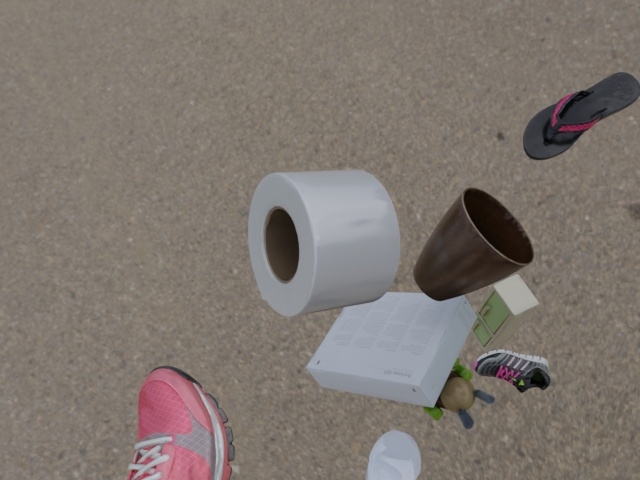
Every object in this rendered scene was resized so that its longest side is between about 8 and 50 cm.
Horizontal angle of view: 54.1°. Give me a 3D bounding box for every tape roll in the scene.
[{"bbox_3d":[0.000,0.000,1.090,0.169,0.246,0.246,-7,45,-31],"label":"tape roll"}]

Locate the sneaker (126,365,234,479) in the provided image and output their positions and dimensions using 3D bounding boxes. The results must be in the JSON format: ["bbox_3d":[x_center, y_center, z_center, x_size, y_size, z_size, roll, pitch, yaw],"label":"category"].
[{"bbox_3d":[-0.172,0.289,0.684,0.116,0.136,0.314,-25,66,30],"label":"sneaker"}]

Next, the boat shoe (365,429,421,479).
[{"bbox_3d":[0.130,0.525,1.255,0.108,0.102,0.301,16,40,3],"label":"boat shoe"}]

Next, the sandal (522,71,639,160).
[{"bbox_3d":[0.357,-0.178,0.864,0.179,0.040,0.067,-33,75,6],"label":"sandal"}]

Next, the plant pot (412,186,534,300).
[{"bbox_3d":[0.327,0.033,1.444,0.230,0.215,0.215,-46,43,35],"label":"plant pot"}]

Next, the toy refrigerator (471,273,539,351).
[{"bbox_3d":[0.506,0.212,1.772,0.094,0.269,0.102,-22,64,-16],"label":"toy refrigerator"}]

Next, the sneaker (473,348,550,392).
[{"bbox_3d":[0.406,0.277,1.309,0.170,0.063,0.075,8,34,-10],"label":"sneaker"}]

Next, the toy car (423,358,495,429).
[{"bbox_3d":[0.347,0.392,1.573,0.155,0.149,0.188,-49,32,-10],"label":"toy car"}]

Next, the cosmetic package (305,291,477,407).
[{"bbox_3d":[0.180,0.268,1.637,0.377,0.097,0.284,-2,40,46],"label":"cosmetic package"}]
